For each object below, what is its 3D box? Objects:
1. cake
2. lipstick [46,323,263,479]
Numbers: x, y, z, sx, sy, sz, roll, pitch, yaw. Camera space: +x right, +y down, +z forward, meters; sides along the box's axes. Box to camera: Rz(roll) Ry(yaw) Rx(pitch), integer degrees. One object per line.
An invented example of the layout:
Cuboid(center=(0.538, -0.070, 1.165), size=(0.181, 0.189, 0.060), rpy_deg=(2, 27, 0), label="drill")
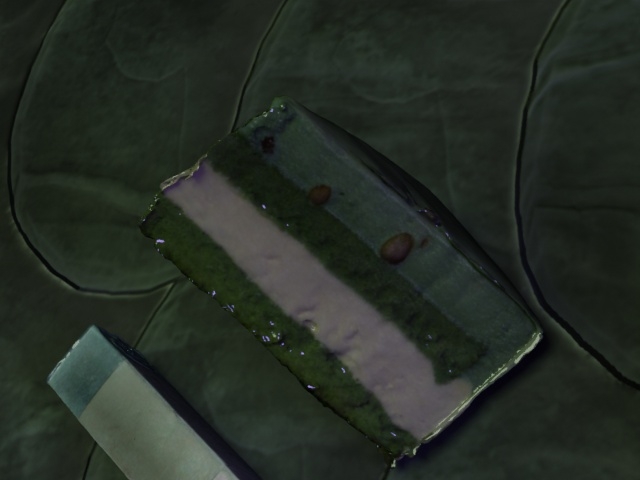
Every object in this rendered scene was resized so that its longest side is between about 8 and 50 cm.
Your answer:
Cuboid(center=(-0.003, -0.002, 1.088), size=(0.158, 0.283, 0.172), rpy_deg=(-43, 30, 8), label="cake")
Cuboid(center=(-0.107, 0.176, 1.193), size=(0.068, 0.066, 0.317), rpy_deg=(-51, 46, -1), label="lipstick")
